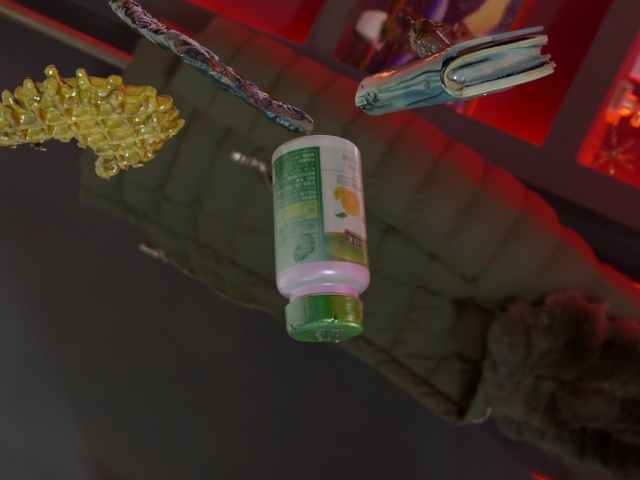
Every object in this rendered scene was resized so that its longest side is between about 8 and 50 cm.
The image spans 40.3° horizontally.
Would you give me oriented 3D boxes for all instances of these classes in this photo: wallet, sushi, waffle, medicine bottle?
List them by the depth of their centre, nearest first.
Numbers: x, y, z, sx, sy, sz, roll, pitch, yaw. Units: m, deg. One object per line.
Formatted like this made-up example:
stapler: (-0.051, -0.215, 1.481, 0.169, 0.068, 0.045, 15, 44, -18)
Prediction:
wallet: (0.170, -0.214, 1.143, 0.176, 0.250, 0.075, -18, 99, -20)
medicine bottle: (0.000, 0.000, 1.225, 0.133, 0.133, 0.274, 61, 25, -68)
sushi: (0.178, -0.316, 1.391, 0.118, 0.061, 0.060, 43, 32, -42)
waffle: (-0.366, -0.185, 1.411, 0.293, 0.259, 0.069, 14, 60, -46)

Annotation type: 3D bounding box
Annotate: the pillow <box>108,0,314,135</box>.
pillow: (-0.131, -0.199, 0.989, 0.189, 0.255, 0.034, 28, 99, -39)
